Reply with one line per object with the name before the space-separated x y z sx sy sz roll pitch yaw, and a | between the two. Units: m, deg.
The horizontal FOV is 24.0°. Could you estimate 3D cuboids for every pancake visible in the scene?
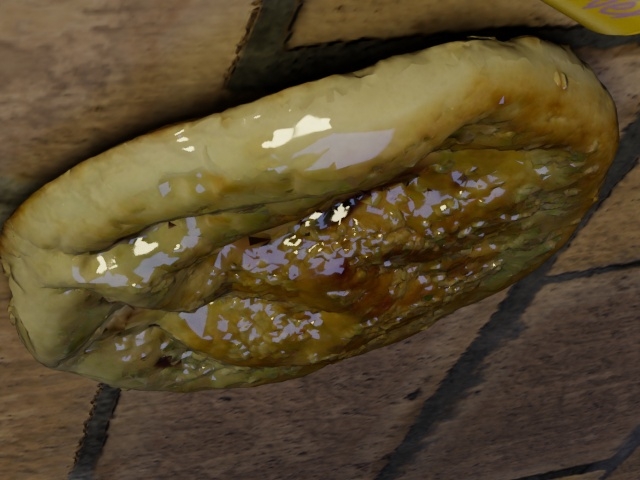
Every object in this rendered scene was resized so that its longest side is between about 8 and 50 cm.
pancake | 0.001 0.000 0.894 0.387 0.082 0.387 -16 156 -8

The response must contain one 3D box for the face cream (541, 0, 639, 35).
face cream | 0.127 -0.148 0.725 0.078 0.078 0.273 -37 150 26
